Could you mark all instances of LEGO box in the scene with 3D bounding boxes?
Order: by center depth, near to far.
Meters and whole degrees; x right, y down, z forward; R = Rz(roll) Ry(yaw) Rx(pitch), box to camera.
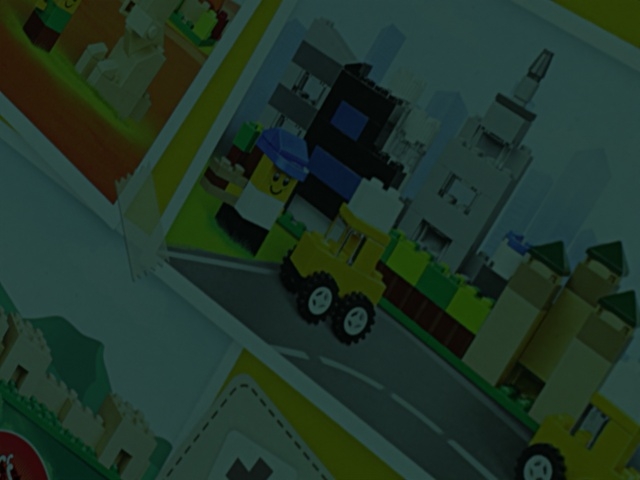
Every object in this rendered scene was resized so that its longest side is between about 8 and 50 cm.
[{"bbox_3d":[0.000,0.000,0.591,0.500,0.372,0.193,40,-167,37],"label":"LEGO box"}]
